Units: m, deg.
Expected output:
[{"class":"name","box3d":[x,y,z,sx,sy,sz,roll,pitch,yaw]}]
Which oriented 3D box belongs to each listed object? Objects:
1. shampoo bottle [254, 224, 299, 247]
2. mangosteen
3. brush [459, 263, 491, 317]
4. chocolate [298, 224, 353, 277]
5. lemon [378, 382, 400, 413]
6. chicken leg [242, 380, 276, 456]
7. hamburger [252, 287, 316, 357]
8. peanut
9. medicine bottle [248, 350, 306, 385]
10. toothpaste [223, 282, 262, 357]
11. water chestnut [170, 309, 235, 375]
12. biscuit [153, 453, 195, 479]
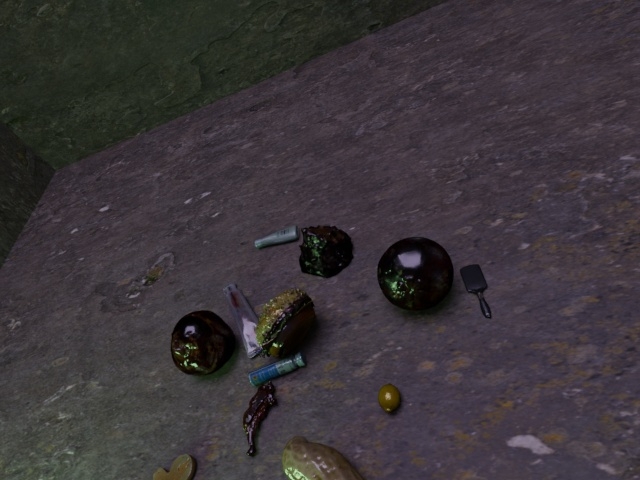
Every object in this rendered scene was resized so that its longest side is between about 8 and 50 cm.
[{"class":"shampoo bottle","box3d":[-0.183,-0.010,1.778,0.190,0.041,0.069,-17,51,15]},{"class":"mangosteen","box3d":[0.290,0.086,1.337,0.231,0.232,0.289,-20,19,11]},{"class":"brush","box3d":[0.481,0.153,1.297,0.062,0.016,0.194,-18,45,14]},{"class":"chocolate","box3d":[0.000,0.000,1.577,0.224,0.177,0.206,11,58,33]},{"class":"lemon","box3d":[0.190,0.436,1.175,0.062,0.062,0.083,-6,50,23]},{"class":"chicken leg","box3d":[-0.195,0.536,1.302,0.089,0.048,0.219,3,54,34]},{"class":"hamburger","box3d":[-0.122,0.268,1.373,0.138,0.243,0.262,35,69,18]},{"class":"peanut","box3d":[0.021,0.613,1.059,0.325,0.140,0.153,22,82,42]},{"class":"medicine bottle","box3d":[-0.141,0.415,1.378,0.191,0.051,0.051,-23,45,8]},{"class":"toothpaste","box3d":[-0.278,0.282,1.562,0.100,0.066,0.323,-32,49,-7]},{"class":"water chestnut","box3d":[-0.405,0.357,1.483,0.223,0.238,0.224,0,89,8]},{"class":"biscuit","box3d":[-0.464,0.752,1.271,0.153,0.030,0.234,22,65,39]}]
